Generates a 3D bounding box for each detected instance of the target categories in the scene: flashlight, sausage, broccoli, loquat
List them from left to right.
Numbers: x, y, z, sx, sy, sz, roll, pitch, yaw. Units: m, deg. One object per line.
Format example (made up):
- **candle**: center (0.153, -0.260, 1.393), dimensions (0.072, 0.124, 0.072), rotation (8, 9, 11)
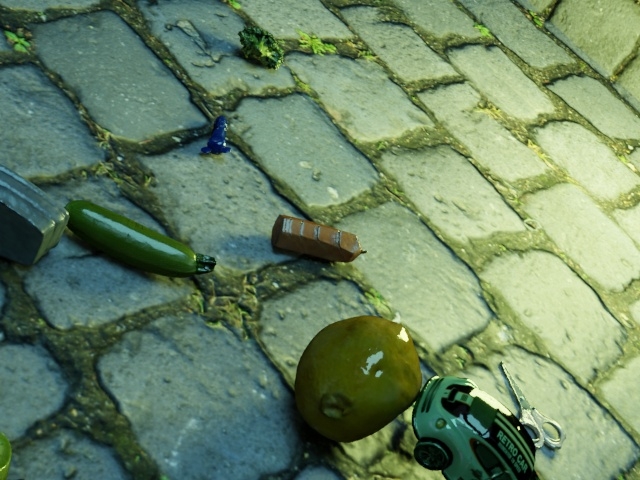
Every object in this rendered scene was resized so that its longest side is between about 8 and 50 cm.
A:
- **flashlight**: center (-0.194, -0.195, 1.836), dimensions (0.057, 0.035, 0.121), rotation (0, 37, 0)
- **broccoli**: center (-0.130, -0.414, 2.088), dimensions (0.095, 0.097, 0.092), rotation (0, 31, 11)
- **sausage**: center (0.000, 0.000, 1.721), dimensions (0.169, 0.065, 0.065), rotation (14, 41, -22)
- **loquat**: center (0.057, 0.202, 1.439), dimensions (0.234, 0.187, 0.176), rotation (-34, 103, -59)

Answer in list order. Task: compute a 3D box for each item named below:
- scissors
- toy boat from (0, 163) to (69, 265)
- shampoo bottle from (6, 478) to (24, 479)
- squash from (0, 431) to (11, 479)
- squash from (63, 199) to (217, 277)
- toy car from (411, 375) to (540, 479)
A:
- **scissors**: center (0.355, 0.284, 1.682), dimensions (0.100, 0.015, 0.189), rotation (3, 44, -28)
- **toy boat**: center (-0.510, -0.066, 1.402), dimensions (0.283, 0.127, 0.078), rotation (28, 44, -7)
- **shampoo bottle**: center (-0.446, 0.306, 1.076), dimensions (0.236, 0.067, 0.068), rotation (1, 33, -32)
- **squash**: center (-0.463, 0.237, 1.093), dimensions (0.219, 0.041, 0.219), rotation (14, 15, -4)
- **squash**: center (-0.288, 0.007, 1.517), dimensions (0.252, 0.066, 0.066), rotation (25, 38, -6)
- **toy car**: center (0.254, 0.330, 1.409), dimensions (0.306, 0.125, 0.136), rotation (54, 36, -11)
